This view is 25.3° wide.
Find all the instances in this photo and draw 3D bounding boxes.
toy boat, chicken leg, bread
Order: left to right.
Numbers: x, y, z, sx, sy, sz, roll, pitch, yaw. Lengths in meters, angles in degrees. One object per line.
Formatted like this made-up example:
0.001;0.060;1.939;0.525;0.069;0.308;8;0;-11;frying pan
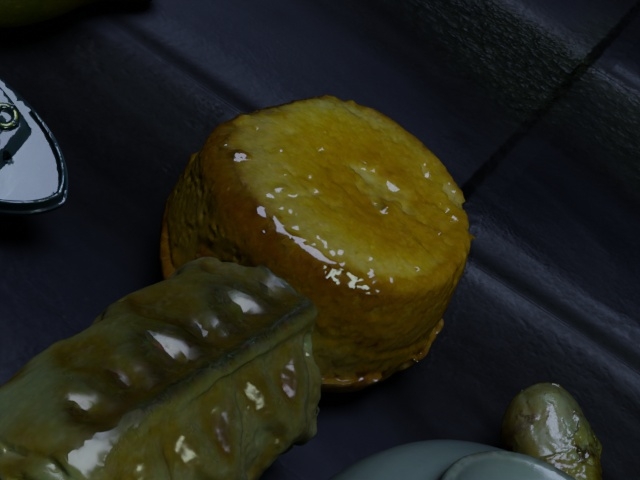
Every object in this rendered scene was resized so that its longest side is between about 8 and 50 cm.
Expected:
-0.313;-0.113;1.076;0.296;0.122;0.114;34;61;5;toy boat
-0.114;0.118;0.913;0.152;0.130;0.268;42;39;13;bread
0.000;0.000;1.119;0.268;0.145;0.268;19;39;-16;bread
0.194;0.191;1.078;0.093;0.070;0.178;7;47;-35;chicken leg

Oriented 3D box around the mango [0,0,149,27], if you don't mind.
-0.260;-0.269;1.303;0.146;0.129;0.289;37;28;16;mango

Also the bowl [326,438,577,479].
0.107;0.227;0.903;0.289;0.146;0.289;17;38;-14;bowl
